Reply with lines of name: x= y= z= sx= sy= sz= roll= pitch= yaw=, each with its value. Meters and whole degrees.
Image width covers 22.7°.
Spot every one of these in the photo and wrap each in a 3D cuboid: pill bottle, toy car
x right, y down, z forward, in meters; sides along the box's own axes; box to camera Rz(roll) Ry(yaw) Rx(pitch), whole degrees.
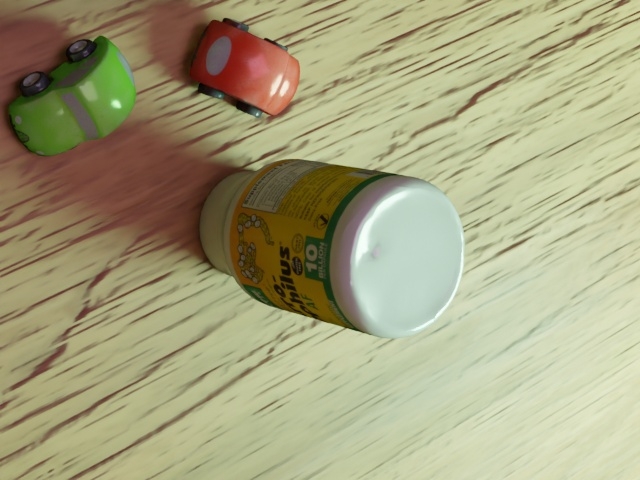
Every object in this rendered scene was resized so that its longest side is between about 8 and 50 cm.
pill bottle: x=0.000 y=0.000 z=1.195 sx=0.118 sy=0.208 sz=0.117 roll=-7 pitch=103 yaw=-36
toy car: x=-0.125 y=-0.137 z=1.164 sx=0.225 sy=0.053 sz=0.239 roll=-41 pitch=127 yaw=-19
